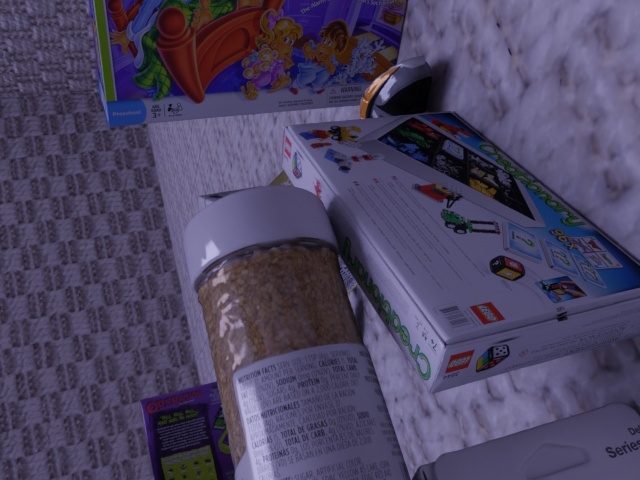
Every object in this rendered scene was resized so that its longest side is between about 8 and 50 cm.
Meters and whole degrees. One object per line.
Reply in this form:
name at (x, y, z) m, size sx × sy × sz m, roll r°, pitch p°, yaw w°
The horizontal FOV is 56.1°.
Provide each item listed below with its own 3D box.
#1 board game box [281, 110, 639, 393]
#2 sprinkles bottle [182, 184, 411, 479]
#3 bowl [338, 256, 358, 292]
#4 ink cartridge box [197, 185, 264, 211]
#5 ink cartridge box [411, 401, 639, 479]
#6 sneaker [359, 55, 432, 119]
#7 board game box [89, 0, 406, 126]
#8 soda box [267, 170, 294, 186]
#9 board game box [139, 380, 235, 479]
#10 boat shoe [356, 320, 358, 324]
board game box at (0.106, -0.020, 0.518) m, size 0.305 × 0.193 × 0.053 m, roll -122°, pitch 30°, yaw -47°
sprinkles bottle at (-0.007, 0.137, 0.424) m, size 0.121 × 0.121 × 0.355 m, roll 116°, pitch 141°, yaw -58°
bowl at (0.006, 0.012, 0.911) m, size 0.080 × 0.170 × 0.170 m, roll 19°, pitch -124°, yaw -71°
ink cartridge box at (-0.155, -0.055, 1.247) m, size 0.218 × 0.159 × 0.092 m, roll -164°, pitch 65°, yaw -67°
ink cartridge box at (0.156, 0.272, 0.503) m, size 0.272 × 0.198 × 0.114 m, roll 101°, pitch 152°, yaw -44°
sneaker at (0.091, -0.115, 0.698) m, size 0.083 × 0.084 × 0.215 m, roll 53°, pitch 152°, yaw 27°
board game box at (-0.074, -0.263, 0.668) m, size 0.078 × 0.347 × 0.233 m, roll -122°, pitch 30°, yaw -46°
soda box at (-0.020, -0.090, 0.934) m, size 0.181 × 0.061 × 0.058 m, roll -38°, pitch 61°, yaw 45°
board game box at (-0.153, 0.367, 1.158) m, size 0.056 × 0.347 × 0.208 m, roll 120°, pitch 137°, yaw -63°
boat shoe at (0.011, 0.196, 1.019) m, size 0.088 × 0.096 × 0.267 m, roll -129°, pitch 25°, yaw -51°
